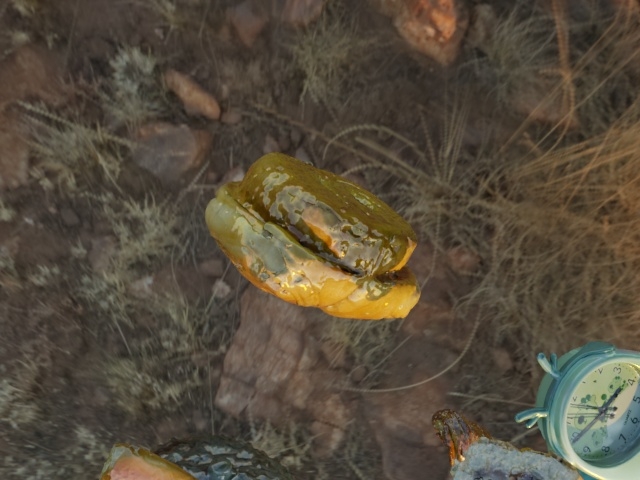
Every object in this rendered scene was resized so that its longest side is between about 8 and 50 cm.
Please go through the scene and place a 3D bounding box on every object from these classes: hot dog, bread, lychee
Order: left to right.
[{"bbox_3d":[-0.155,0.256,0.943,0.136,0.154,0.054,16,50,-17],"label":"bread"},{"bbox_3d":[-0.142,0.379,1.270,0.255,0.274,0.255,13,36,-10],"label":"lychee"},{"bbox_3d":[-0.001,-0.001,1.017,0.198,0.236,0.120,42,108,44],"label":"bread"},{"bbox_3d":[0.216,0.305,1.471,0.065,0.147,0.099,-35,56,17],"label":"hot dog"},{"bbox_3d":[0.184,0.230,0.870,0.125,0.106,0.082,8,65,29],"label":"bread"}]

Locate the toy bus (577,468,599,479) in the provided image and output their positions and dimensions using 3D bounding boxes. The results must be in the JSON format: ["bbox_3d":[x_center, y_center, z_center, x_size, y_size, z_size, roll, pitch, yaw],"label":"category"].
[{"bbox_3d":[0.402,0.381,1.289,0.147,0.128,0.256,-14,78,15],"label":"toy bus"}]

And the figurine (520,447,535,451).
[{"bbox_3d":[0.320,0.488,1.623,0.196,0.323,0.320,37,111,-20],"label":"figurine"}]

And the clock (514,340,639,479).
[{"bbox_3d":[0.319,0.191,1.134,0.211,0.066,0.159,21,90,-22],"label":"clock"}]
